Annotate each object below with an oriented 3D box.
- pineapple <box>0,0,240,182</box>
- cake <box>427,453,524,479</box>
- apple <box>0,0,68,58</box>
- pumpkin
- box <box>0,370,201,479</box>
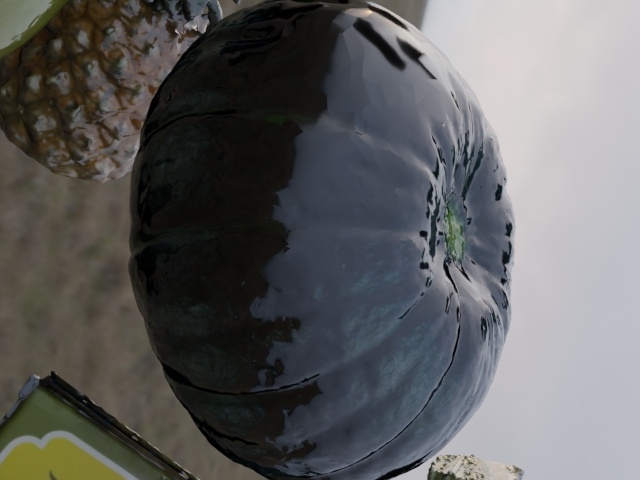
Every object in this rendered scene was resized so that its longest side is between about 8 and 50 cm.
[{"bbox_3d":[-0.129,-0.209,1.288,0.340,0.169,0.169,-47,-171,19],"label":"pineapple"},{"bbox_3d":[0.072,0.179,0.796,0.055,0.051,0.140,38,59,-75],"label":"cake"},{"bbox_3d":[-0.287,-0.267,1.121,0.254,0.292,0.292,-19,-133,46],"label":"apple"},{"bbox_3d":[0.000,0.000,0.637,0.202,0.140,0.202,17,71,-61],"label":"pumpkin"},{"bbox_3d":[-0.159,0.368,1.149,0.373,0.420,0.138,-52,171,-23],"label":"box"}]
